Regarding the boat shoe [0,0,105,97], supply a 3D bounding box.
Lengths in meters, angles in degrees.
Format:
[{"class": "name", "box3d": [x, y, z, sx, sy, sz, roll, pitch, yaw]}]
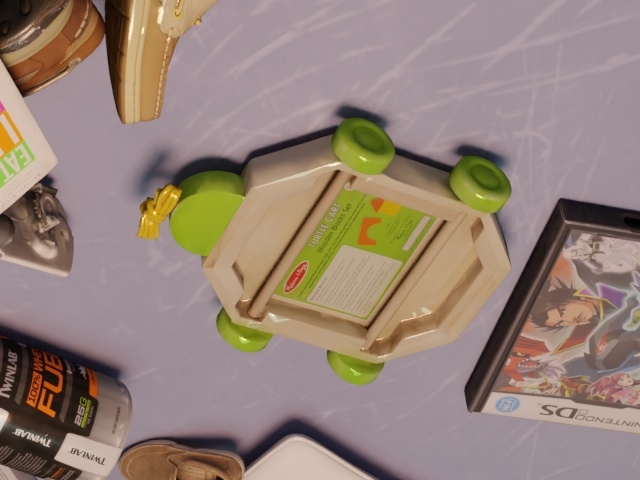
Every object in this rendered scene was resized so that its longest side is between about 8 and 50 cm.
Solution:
[{"class": "boat shoe", "box3d": [-0.318, -0.134, 1.480, 0.324, 0.123, 0.120, -15, 157, 21]}]

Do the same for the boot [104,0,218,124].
[{"class": "boot", "box3d": [-0.058, -0.207, 1.424, 0.203, 0.095, 0.262, 1, 117, -20]}]

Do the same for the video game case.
[{"class": "video game case", "box3d": [0.302, 0.087, 1.815, 0.248, 0.035, 0.275, 9, 132, -14]}]

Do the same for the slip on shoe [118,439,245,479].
[{"class": "slip on shoe", "box3d": [-0.146, 0.237, 1.885, 0.135, 0.041, 0.051, 5, 112, 15]}]

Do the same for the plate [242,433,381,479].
[{"class": "plate", "box3d": [-0.022, 0.321, 2.002, 0.278, 0.045, 0.277, 33, 122, -31]}]

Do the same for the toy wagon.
[{"class": "toy wagon", "box3d": [0.000, 0.000, 1.679, 0.344, 0.068, 0.267, 18, 129, -20]}]

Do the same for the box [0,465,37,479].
[{"class": "box", "box3d": [-0.387, 0.278, 1.928, 0.186, 0.038, 0.145, -14, 133, 10]}]

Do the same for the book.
[{"class": "book", "box3d": [-0.266, -0.080, 1.408, 0.096, 0.035, 0.144, -39, 145, -11]}]

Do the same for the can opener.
[{"class": "can opener", "box3d": [-0.307, -0.020, 1.552, 0.095, 0.076, 0.283, -16, 163, 25]}]

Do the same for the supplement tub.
[{"class": "supplement tub", "box3d": [-0.287, 0.160, 1.769, 0.190, 0.117, 0.117, 23, 128, -26]}]
